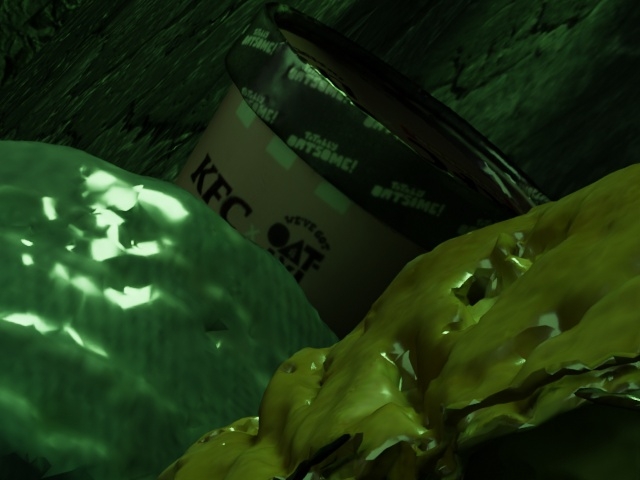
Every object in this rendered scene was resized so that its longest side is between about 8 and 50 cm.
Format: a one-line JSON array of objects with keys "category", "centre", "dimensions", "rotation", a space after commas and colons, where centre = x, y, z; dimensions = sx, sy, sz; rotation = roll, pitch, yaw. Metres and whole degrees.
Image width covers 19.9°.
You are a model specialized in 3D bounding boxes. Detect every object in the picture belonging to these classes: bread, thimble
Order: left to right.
[{"category": "thimble", "centre": [-0.102, 0.097, 0.609], "dimensions": [0.205, 0.236, 0.172], "rotation": [-28, 26, 33]}, {"category": "bread", "centre": [0.074, 0.066, 0.404], "dimensions": [0.260, 0.160, 0.147], "rotation": [-37, 12, 41]}]

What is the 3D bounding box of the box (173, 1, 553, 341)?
[{"category": "box", "centre": [0.000, 0.000, 0.737], "dimensions": [0.135, 0.151, 0.151], "rotation": [-52, 15, 15]}]
